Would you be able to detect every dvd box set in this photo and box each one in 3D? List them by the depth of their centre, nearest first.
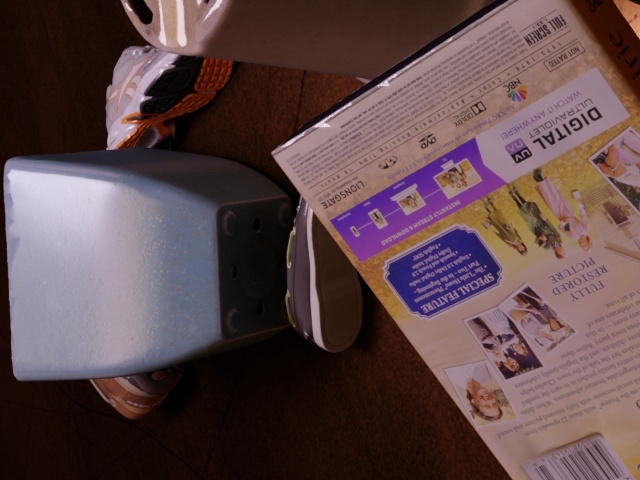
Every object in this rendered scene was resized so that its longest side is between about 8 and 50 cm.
[{"bbox_3d":[0.193,0.027,1.232,0.307,0.062,0.420,-31,100,42],"label":"dvd box set"}]

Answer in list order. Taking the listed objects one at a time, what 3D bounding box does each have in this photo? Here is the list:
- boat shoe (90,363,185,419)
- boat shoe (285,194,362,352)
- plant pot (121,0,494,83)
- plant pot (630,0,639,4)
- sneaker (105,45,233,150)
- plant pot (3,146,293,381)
[{"bbox_3d":[-0.286,0.087,2.041,0.324,0.122,0.120,60,141,30],"label":"boat shoe"},{"bbox_3d":[0.000,0.000,1.671,0.069,0.081,0.227,19,113,47],"label":"boat shoe"},{"bbox_3d":[-0.011,-0.284,1.456,0.334,0.305,0.334,10,102,53],"label":"plant pot"},{"bbox_3d":[0.237,-0.352,1.142,0.235,0.293,0.293,-39,62,27],"label":"plant pot"},{"bbox_3d":[-0.195,-0.198,1.899,0.262,0.099,0.121,-43,57,46],"label":"sneaker"},{"bbox_3d":[-0.168,0.026,1.778,0.252,0.248,0.247,3,97,33],"label":"plant pot"}]
